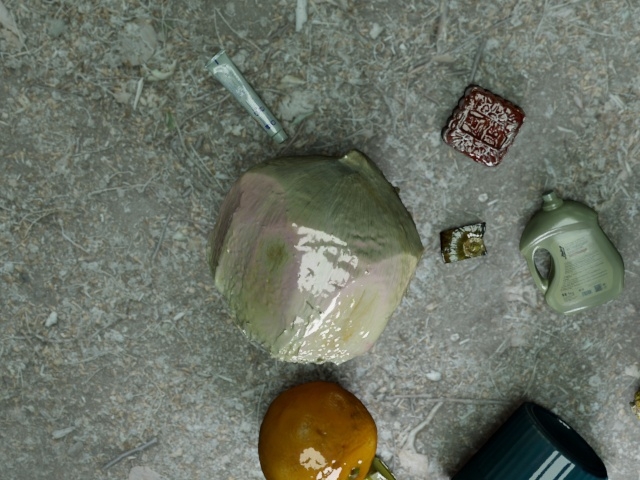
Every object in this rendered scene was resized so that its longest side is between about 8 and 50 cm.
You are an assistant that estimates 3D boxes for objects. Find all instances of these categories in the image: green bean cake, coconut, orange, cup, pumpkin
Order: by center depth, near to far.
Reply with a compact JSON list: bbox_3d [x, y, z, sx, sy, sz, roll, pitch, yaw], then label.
[{"bbox_3d":[0.000,0.000,1.659,0.404,0.404,0.405,1,107,3],"label":"coconut"},{"bbox_3d":[0.322,-0.225,1.740,0.135,0.056,0.136,26,107,-7],"label":"green bean cake"},{"bbox_3d":[0.299,0.004,1.827,0.101,0.035,0.073,-9,95,9],"label":"pumpkin"},{"bbox_3d":[-0.009,0.427,1.857,0.261,0.261,0.261,1,107,3],"label":"orange"},{"bbox_3d":[0.457,0.539,1.879,0.308,0.242,0.292,35,104,-5],"label":"cup"}]

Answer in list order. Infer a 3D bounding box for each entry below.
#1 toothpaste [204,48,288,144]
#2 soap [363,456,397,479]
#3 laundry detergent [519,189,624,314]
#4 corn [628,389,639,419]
[{"bbox_3d":[-0.143,-0.283,1.759,0.052,0.033,0.218,-39,99,9],"label":"toothpaste"},{"bbox_3d":[0.141,0.618,2.004,0.135,0.076,0.233,-34,104,12],"label":"soap"},{"bbox_3d":[0.504,0.016,1.788,0.181,0.091,0.253,-23,105,15],"label":"laundry detergent"},{"bbox_3d":[0.781,0.343,1.884,0.238,0.080,0.080,-6,107,2],"label":"corn"}]
